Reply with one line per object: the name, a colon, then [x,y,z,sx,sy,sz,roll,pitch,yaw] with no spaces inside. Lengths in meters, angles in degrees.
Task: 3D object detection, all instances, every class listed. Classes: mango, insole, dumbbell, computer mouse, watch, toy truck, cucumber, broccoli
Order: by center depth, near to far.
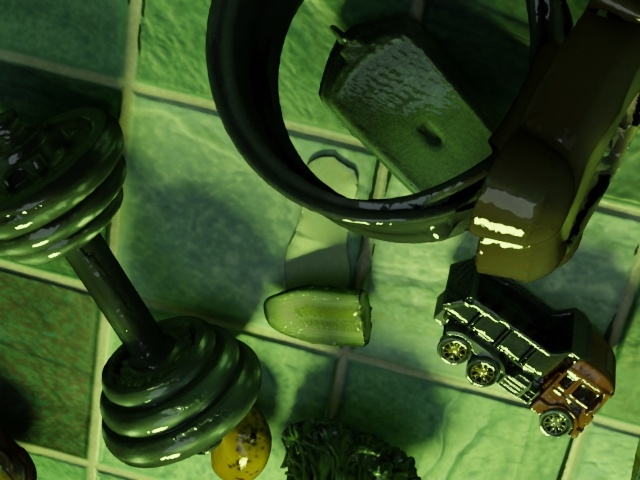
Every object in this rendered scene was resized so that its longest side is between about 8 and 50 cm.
watch: [0.097,-0.157,1.269,0.327,0.314,0.335,29,91,13]
computer mouse: [0.089,-0.106,1.431,0.113,0.068,0.229,-41,95,13]
toy truck: [0.191,0.098,1.536,0.192,0.083,0.092,36,120,-10]
dumbbell: [-0.199,0.048,1.546,0.179,0.179,0.406,-16,120,24]
insole: [0.000,0.000,1.566,0.065,0.004,0.197,12,127,7]
cucumber: [-0.002,0.066,1.590,0.107,0.035,0.067,4,126,22]
broccoli: [-0.031,0.285,1.621,0.198,0.275,0.177,-18,96,48]
mango: [-0.087,0.214,1.699,0.079,0.057,0.114,61,147,21]

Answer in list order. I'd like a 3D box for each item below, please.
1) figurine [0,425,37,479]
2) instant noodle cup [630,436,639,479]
figurine: [-0.426,0.236,1.777,0.240,0.116,0.175,21,125,7]
instant noodle cup: [0.387,0.239,1.520,0.153,0.205,0.205,11,126,-1]
